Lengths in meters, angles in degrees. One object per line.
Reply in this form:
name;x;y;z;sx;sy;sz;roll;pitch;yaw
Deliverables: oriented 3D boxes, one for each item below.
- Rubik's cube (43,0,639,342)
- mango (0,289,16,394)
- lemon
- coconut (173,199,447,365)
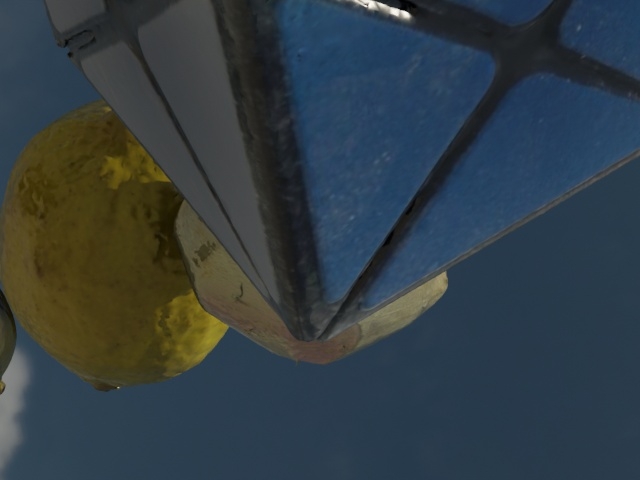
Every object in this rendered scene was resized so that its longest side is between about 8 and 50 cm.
Rubik's cube;0.014;-0.154;0.679;0.255;0.259;0.260;50;-22;35
mango;-0.214;0.026;0.681;0.161;0.103;0.076;18;-111;5
lemon;-0.193;0.003;1.523;0.268;0.268;0.322;36;-53;27
coconut;0.001;-0.001;1.324;0.230;0.227;0.227;32;-66;3
